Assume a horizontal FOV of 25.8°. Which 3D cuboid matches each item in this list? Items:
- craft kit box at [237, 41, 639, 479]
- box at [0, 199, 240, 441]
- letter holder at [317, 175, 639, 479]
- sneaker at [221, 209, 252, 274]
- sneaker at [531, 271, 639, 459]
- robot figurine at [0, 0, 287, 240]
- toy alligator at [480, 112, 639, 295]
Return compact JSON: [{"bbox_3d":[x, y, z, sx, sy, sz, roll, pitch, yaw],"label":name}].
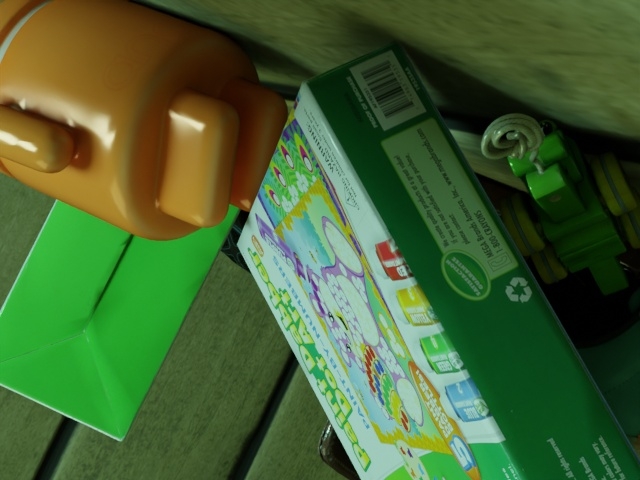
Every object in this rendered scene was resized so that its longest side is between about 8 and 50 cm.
[{"bbox_3d":[0.049,0.062,0.694,0.249,0.061,0.246,61,166,11],"label":"craft kit box"},{"bbox_3d":[-0.144,0.002,1.088,0.127,0.262,0.231,27,178,-7],"label":"box"},{"bbox_3d":[0.145,0.107,0.970,0.152,0.214,0.302,24,176,25],"label":"letter holder"},{"bbox_3d":[-0.053,-0.020,1.267,0.140,0.125,0.341,33,171,-32],"label":"sneaker"},{"bbox_3d":[0.217,0.063,0.711,0.302,0.121,0.108,1,-165,22],"label":"sneaker"},{"bbox_3d":[-0.122,-0.078,0.823,0.219,0.158,0.128,23,154,30],"label":"robot figurine"},{"bbox_3d":[0.105,-0.028,0.626,0.190,0.056,0.051,42,-152,-56],"label":"toy alligator"}]
